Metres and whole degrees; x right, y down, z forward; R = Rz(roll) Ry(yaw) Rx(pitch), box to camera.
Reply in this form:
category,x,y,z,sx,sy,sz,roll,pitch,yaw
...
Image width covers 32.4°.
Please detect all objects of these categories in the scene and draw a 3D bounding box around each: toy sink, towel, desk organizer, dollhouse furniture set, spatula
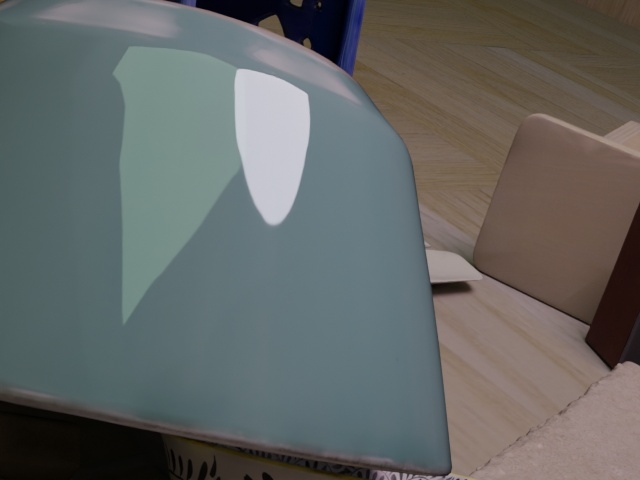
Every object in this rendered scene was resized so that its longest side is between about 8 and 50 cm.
category,x,y,z,sx,sy,sz,roll,pitch,yaw
toy sink,0.276,-0.009,0.954,0.234,0.153,0.131,25,24,20
towel,0.201,0.164,0.645,0.187,0.049,0.282,30,27,29
desk organizer,0.258,0.038,0.861,0.047,0.130,0.050,7,23,-22
dollhouse furniture set,-0.177,0.119,0.522,0.081,0.091,0.114,-15,-22,30
spatula,0.000,0.000,0.904,0.242,0.019,0.168,0,30,-36

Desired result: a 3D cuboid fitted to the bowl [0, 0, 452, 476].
category,x,y,z,sx,sy,sz,roll,pitch,yaw
bowl,-0.080,-0.005,0.503,0.311,0.163,0.311,11,-8,2

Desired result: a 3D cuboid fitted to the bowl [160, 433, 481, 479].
category,x,y,z,sx,sy,sz,roll,pitch,yaw
bowl,0.004,0.136,0.488,0.170,0.080,0.170,11,-8,2

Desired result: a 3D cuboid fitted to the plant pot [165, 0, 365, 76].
category,x,y,z,sx,sy,sz,roll,pitch,yaw
plant pot,-0.116,-0.190,0.994,0.212,0.236,0.236,24,23,33

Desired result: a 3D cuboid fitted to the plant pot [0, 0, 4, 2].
category,x,y,z,sx,sy,sz,roll,pitch,yaw
plant pot,-0.337,-0.199,0.829,0.254,0.239,0.254,15,24,-7
